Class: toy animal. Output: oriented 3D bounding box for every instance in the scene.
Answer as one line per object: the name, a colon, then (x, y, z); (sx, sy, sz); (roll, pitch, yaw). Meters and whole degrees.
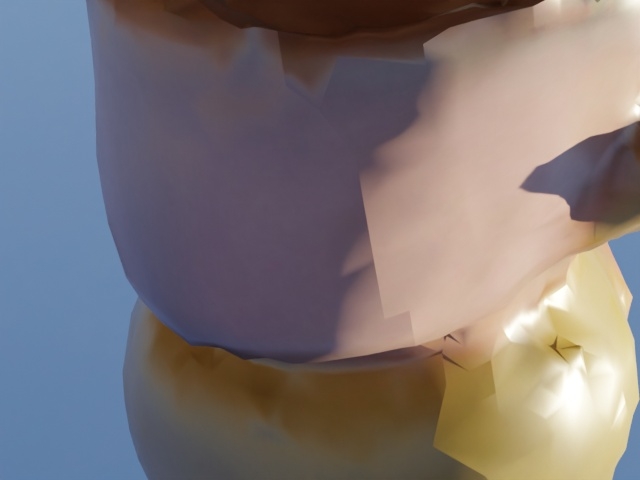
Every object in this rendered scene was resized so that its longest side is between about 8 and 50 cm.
toy animal: (0.019, -0.005, 0.500); (0.195, 0.281, 0.169); (24, -129, 27)
